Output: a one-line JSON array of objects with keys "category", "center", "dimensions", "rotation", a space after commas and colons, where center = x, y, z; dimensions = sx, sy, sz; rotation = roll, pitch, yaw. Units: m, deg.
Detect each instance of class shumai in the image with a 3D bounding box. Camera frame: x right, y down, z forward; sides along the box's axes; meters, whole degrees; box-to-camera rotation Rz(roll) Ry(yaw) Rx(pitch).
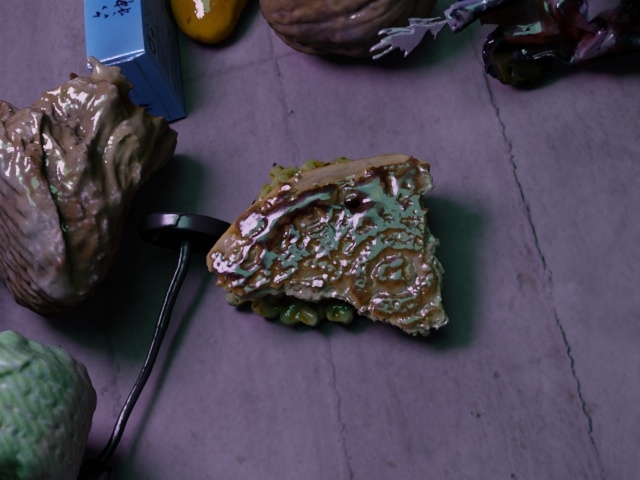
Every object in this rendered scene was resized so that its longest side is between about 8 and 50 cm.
[{"category": "shumai", "center": [-0.269, -0.064, 1.593], "dimensions": [0.262, 0.267, 0.314], "rotation": [-21, 44, -22]}]

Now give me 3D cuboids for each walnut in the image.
[{"category": "walnut", "center": [0.025, -0.303, 1.671], "dimensions": [0.230, 0.178, 0.178], "rotation": [-4, 57, 36]}]

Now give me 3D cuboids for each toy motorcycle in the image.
[{"category": "toy motorcycle", "center": [0.253, -0.281, 1.578], "dimensions": [0.401, 0.207, 0.134], "rotation": [-16, 27, 11]}]

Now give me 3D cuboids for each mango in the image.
[{"category": "mango", "center": [-0.139, -0.343, 1.799], "dimensions": [0.115, 0.090, 0.178], "rotation": [23, 76, 19]}]

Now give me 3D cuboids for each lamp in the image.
[{"category": "lamp", "center": [-0.221, 0.126, 1.537], "dimensions": [0.109, 0.130, 0.371], "rotation": [24, 77, 8]}]

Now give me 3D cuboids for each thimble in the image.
[{"category": "thimble", "center": [-0.339, 0.183, 1.407], "dimensions": [0.219, 0.219, 0.150], "rotation": [3, 62, 18]}]

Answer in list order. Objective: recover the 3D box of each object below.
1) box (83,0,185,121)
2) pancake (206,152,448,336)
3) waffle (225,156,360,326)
[{"category": "box", "center": [-0.240, -0.275, 1.751], "dimensions": [0.083, 0.142, 0.232], "rotation": [-13, 57, 9]}, {"category": "pancake", "center": [0.035, 0.023, 1.503], "dimensions": [0.266, 0.057, 0.244], "rotation": [-39, 76, -2]}, {"category": "waffle", "center": [0.000, 0.000, 1.565], "dimensions": [0.208, 0.054, 0.214], "rotation": [8, 68, 17]}]
